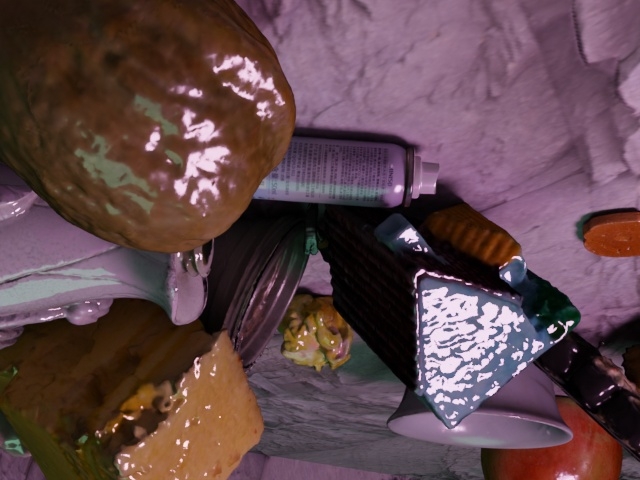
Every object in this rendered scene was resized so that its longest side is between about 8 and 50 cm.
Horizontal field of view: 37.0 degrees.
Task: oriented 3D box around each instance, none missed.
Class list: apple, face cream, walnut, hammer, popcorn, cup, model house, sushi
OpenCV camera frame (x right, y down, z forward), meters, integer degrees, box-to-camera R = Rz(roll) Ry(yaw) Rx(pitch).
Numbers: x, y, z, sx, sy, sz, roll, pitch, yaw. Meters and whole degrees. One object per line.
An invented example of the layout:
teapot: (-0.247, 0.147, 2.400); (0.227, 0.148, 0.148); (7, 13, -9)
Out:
apple: (0.529, 0.508, 2.196); (0.319, 0.277, 0.319); (4, 157, 2)
face cream: (0.017, -0.076, 1.065); (0.229, 0.075, 0.075); (5, 159, 1)
walnut: (-0.155, -0.121, 0.777); (0.283, 0.227, 0.283); (2, 145, 2)
hammer: (0.000, 0.000, 1.284); (0.021, 0.078, 0.201); (3, 165, 9)
popcorn: (-0.004, 0.152, 1.596); (0.126, 0.126, 0.145); (-19, 126, 31)
cup: (0.305, 0.288, 1.823); (0.347, 0.163, 0.347); (6, 159, 2)
model house: (0.123, 0.029, 1.161); (0.249, 0.230, 0.280); (56, 172, -31)
sushi: (0.486, 0.244, 1.607); (0.296, 0.100, 0.373); (34, -171, -43)

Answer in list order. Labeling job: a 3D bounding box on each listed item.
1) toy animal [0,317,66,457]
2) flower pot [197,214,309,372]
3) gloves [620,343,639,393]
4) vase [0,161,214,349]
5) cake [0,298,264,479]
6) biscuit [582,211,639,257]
toy animal: (-0.423, 0.129, 1.340); (0.188, 0.308, 0.266); (13, -173, 24)
flower pot: (-0.116, 0.053, 1.281); (0.140, 0.235, 0.235); (23, 162, 14)
gloves: (0.644, 0.207, 1.563); (0.203, 0.155, 0.356); (21, 173, -18)
vase: (-0.350, 0.007, 1.119); (0.445, 0.250, 0.250); (0, 159, 5)
cake: (-0.257, 0.204, 1.206); (0.286, 0.222, 0.227); (18, 139, 32)
biscuit: (0.392, -0.008, 1.243); (0.102, 0.019, 0.130); (1, 159, 10)
